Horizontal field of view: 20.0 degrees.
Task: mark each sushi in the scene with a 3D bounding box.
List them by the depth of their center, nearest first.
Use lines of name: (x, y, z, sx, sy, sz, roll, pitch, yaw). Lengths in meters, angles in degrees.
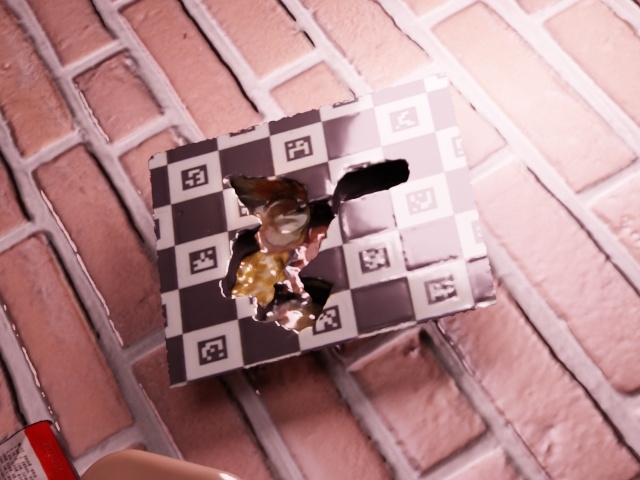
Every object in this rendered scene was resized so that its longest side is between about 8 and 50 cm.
sushi: (0.000, 0.000, 1.988, 0.359, 0.064, 0.343, -16, 49, 7)

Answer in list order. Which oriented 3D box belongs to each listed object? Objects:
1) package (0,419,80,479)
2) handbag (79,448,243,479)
package: (-0.368, 0.285, 1.899, 0.239, 0.030, 0.154, -31, 43, -7)
handbag: (-0.136, 0.351, 1.658, 0.283, 0.149, 0.302, 2, 48, 28)
